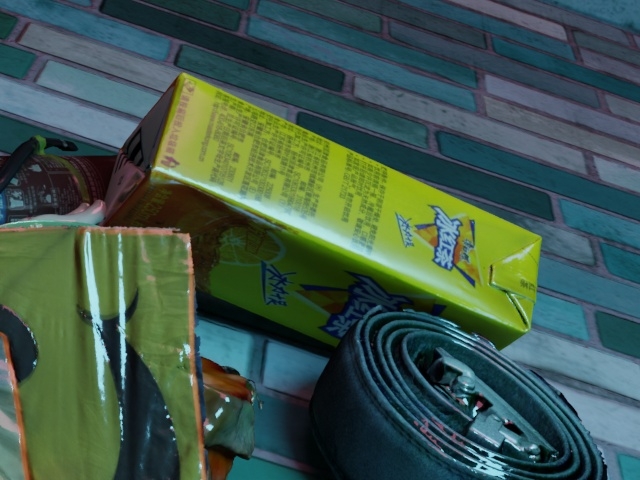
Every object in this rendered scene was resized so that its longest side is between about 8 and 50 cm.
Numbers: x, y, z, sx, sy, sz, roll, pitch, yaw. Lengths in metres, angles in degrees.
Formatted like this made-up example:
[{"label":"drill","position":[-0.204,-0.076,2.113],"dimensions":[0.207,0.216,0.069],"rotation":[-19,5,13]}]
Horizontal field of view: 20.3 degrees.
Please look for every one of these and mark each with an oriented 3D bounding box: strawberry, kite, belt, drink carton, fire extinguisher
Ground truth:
[{"label":"strawberry","position":[-0.209,0.111,1.214],"dimensions":[0.265,0.149,0.336],"rotation":[15,7,-46]},{"label":"kite","position":[-0.219,0.111,1.036],"dimensions":[0.327,0.013,0.377],"rotation":[43,72,6]},{"label":"belt","position":[0.097,0.153,1.405],"dimensions":[0.206,0.116,0.267],"rotation":[9,28,-37]},{"label":"drink carton","position":[0.000,0.000,1.516],"dimensions":[0.351,0.154,0.111],"rotation":[24,57,-17]},{"label":"fire extinguisher","position":[-0.279,-0.037,1.518],"dimensions":[0.341,0.105,0.141],"rotation":[-1,40,-42]}]

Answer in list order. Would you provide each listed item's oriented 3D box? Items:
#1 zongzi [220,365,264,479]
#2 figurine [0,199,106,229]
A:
[{"label":"zongzi","position":[-0.074,0.147,1.363],"dimensions":[0.109,0.055,0.119],"rotation":[-6,46,-50]},{"label":"figurine","position":[-0.247,0.017,1.419],"dimensions":[0.083,0.083,0.187],"rotation":[34,44,29]}]
